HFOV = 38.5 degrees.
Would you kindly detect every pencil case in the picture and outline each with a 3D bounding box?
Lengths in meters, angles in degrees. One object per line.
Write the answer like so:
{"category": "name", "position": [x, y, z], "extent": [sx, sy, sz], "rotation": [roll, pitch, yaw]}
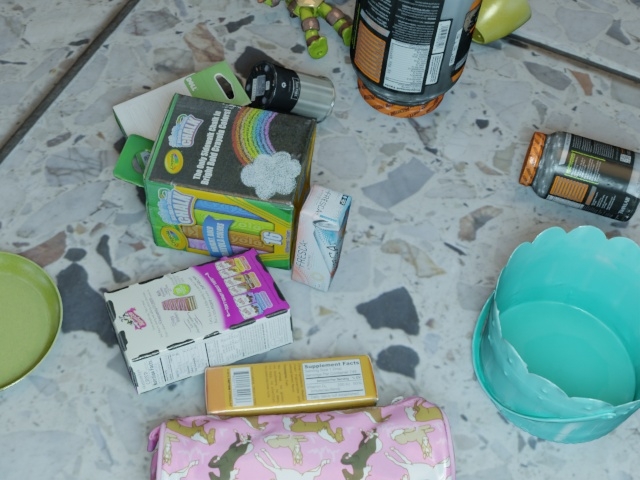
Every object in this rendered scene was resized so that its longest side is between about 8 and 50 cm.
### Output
{"category": "pencil case", "position": [-0.027, 0.295, 1.167], "extent": [0.386, 0.160, 0.167], "rotation": [-4, 17, -7]}

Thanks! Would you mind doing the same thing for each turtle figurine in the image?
{"category": "turtle figurine", "position": [-0.033, -0.442, 1.717], "extent": [0.269, 0.087, 0.217], "rotation": [-17, 66, -26]}

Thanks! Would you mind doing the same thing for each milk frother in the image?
{"category": "milk frother", "position": [-0.076, -0.237, 1.572], "extent": [0.134, 0.129, 0.143], "rotation": [7, 13, -42]}

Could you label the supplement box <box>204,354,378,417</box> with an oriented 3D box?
{"category": "supplement box", "position": [-0.042, 0.215, 1.268], "extent": [0.233, 0.078, 0.080], "rotation": [-2, 53, -6]}

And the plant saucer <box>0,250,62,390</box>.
{"category": "plant saucer", "position": [-0.491, 0.124, 1.318], "extent": [0.240, 0.037, 0.241], "rotation": [3, 56, -4]}

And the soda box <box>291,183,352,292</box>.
{"category": "soda box", "position": [0.000, 0.000, 1.354], "extent": [0.063, 0.183, 0.058], "rotation": [19, 56, 7]}

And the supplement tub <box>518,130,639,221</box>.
{"category": "supplement tub", "position": [0.431, -0.110, 1.507], "extent": [0.190, 0.117, 0.117], "rotation": [18, 56, 7]}

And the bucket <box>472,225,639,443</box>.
{"category": "bucket", "position": [0.354, 0.140, 1.289], "extent": [0.281, 0.183, 0.281], "rotation": [2, 55, -3]}

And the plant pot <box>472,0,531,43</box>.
{"category": "plant pot", "position": [0.313, -0.426, 1.722], "extent": [0.134, 0.134, 0.095], "rotation": [40, 86, 21]}

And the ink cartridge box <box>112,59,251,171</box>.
{"category": "ink cartridge box", "position": [-0.228, -0.209, 1.538], "extent": [0.209, 0.062, 0.109], "rotation": [-25, 61, -11]}

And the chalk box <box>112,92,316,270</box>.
{"category": "chalk box", "position": [-0.166, -0.094, 1.412], "extent": [0.288, 0.179, 0.180], "rotation": [11, 56, 4]}

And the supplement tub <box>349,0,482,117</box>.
{"category": "supplement tub", "position": [0.159, -0.378, 1.534], "extent": [0.207, 0.338, 0.207], "rotation": [2, 55, -4]}

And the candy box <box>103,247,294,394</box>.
{"category": "candy box", "position": [-0.174, 0.110, 1.306], "extent": [0.233, 0.071, 0.159], "rotation": [-16, 38, -16]}

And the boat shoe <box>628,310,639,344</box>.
{"category": "boat shoe", "position": [0.503, 0.139, 1.367], "extent": [0.068, 0.081, 0.228], "rotation": [-8, 64, -14]}
